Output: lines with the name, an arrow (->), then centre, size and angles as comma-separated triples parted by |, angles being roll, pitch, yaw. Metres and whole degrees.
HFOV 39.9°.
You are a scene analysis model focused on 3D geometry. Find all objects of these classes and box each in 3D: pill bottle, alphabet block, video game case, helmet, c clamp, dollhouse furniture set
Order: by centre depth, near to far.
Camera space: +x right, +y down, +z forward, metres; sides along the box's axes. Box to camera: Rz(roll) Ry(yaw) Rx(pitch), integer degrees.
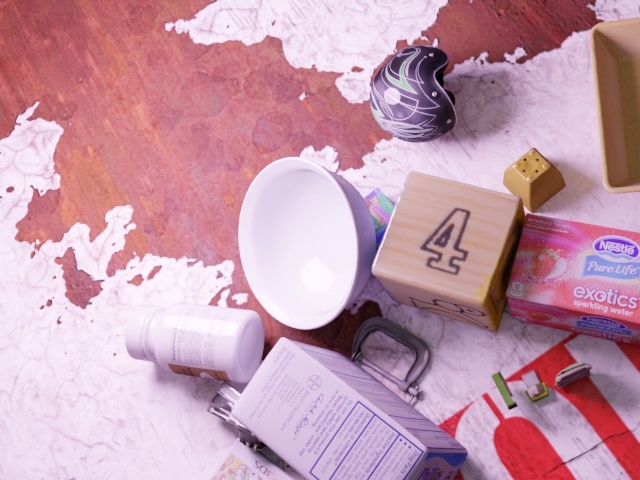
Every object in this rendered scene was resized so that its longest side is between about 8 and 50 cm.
dollhouse furniture set -> 0.360, 0.216, 1.427 | 0.151, 0.076, 0.058 | -27, 65, 7
alphabet block -> 0.224, 0.020, 1.482 | 0.197, 0.192, 0.193 | 17, 78, 21
video game case -> -0.128, 0.488, 1.505 | 0.206, 0.026, 0.227 | 32, 82, 25
c clamp -> 0.116, 0.212, 1.535 | 0.160, 0.022, 0.137 | 36, 84, 25
pill bottle -> -0.229, 0.180, 1.594 | 0.229, 0.131, 0.131 | 5, 72, 19
helmet -> 0.174, -0.260, 1.619 | 0.169, 0.169, 0.161 | 7, 57, 20

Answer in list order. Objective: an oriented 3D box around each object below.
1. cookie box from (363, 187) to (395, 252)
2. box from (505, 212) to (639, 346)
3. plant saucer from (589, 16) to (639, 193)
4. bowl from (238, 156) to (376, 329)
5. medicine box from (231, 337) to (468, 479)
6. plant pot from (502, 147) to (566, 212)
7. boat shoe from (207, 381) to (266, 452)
cookie box -> 0.093, -0.029, 1.622 | 0.107, 0.040, 0.092 | -39, 65, 1
box -> 0.465, 0.070, 1.412 | 0.300, 0.142, 0.154 | 12, 73, 21
plant saucer -> 0.644, -0.231, 1.505 | 0.333, 0.081, 0.333 | -4, 68, 16
bowl -> 0.000, 0.000, 1.558 | 0.298, 0.134, 0.298 | 8, 101, 44
medicine box -> 0.053, 0.301, 1.378 | 0.289, 0.263, 0.149 | 35, 92, 25
plant pot -> 0.372, -0.114, 1.544 | 0.081, 0.083, 0.081 | -39, 65, 0
boat shoe -> -0.106, 0.330, 1.533 | 0.219, 0.078, 0.070 | 29, 78, 33
